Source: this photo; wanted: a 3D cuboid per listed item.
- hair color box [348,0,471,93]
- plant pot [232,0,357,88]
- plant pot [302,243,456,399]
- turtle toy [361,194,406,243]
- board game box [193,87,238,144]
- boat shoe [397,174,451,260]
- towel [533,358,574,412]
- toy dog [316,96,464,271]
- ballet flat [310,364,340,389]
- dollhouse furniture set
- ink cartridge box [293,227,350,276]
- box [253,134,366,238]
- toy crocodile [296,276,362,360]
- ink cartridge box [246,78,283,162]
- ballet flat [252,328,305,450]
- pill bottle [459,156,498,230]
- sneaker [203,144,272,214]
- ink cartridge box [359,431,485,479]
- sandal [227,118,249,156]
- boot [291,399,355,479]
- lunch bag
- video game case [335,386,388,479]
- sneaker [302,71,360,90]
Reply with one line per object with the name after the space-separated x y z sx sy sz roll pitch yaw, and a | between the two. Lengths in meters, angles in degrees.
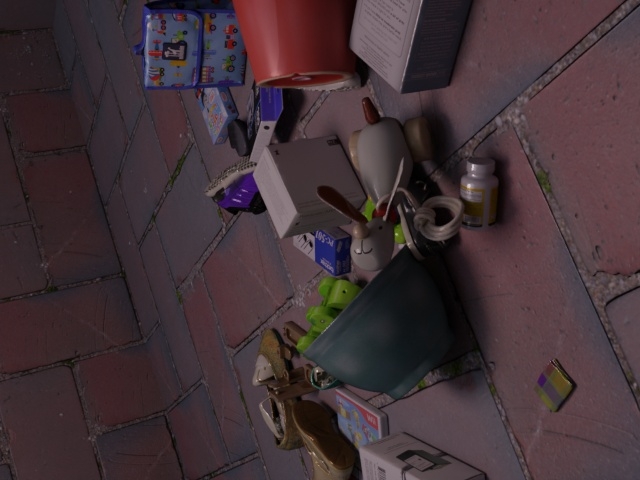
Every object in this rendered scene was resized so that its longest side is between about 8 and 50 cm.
0.168 -0.461 1.364 0.185 0.113 0.375 51 144 39 | hair color box
-0.041 -0.430 1.569 0.275 0.274 0.243 3 99 62 | plant pot
0.134 0.180 1.559 0.196 0.293 0.293 44 146 4 | plant pot
0.136 -0.044 1.646 0.130 0.066 0.095 59 147 30 | turtle toy
-0.309 -0.410 2.358 0.212 0.039 0.160 67 150 17 | board game box
0.185 -0.079 1.554 0.079 0.084 0.233 -26 66 23 | boat shoe
0.390 0.243 1.352 0.060 0.009 0.083 55 145 36 | towel
0.101 -0.123 1.424 0.161 0.220 0.334 51 -162 -38 | toy dog
0.036 0.302 1.957 0.083 0.087 0.247 63 149 22 | ballet flat
-0.095 0.322 2.170 0.144 0.123 0.151 28 125 55 | dollhouse furniture set
0.000 0.000 1.942 0.207 0.046 0.097 35 132 52 | ink cartridge box
-0.027 -0.121 1.795 0.182 0.180 0.119 66 151 22 | box
0.020 0.194 1.938 0.341 0.105 0.115 113 175 -51 | toy crocodile
-0.140 -0.334 2.000 0.208 0.045 0.206 118 153 -51 | ink cartridge box
-0.130 0.423 2.290 0.123 0.123 0.349 -38 67 60 | ballet flat
0.271 -0.080 1.381 0.065 0.065 0.116 33 129 53 | pill bottle
-0.173 -0.147 2.161 0.293 0.102 0.146 -22 117 44 | sneaker
0.216 0.551 1.685 0.289 0.121 0.211 10 110 60 | ink cartridge box
-0.210 -0.287 2.188 0.254 0.054 0.097 -133 34 -71 | sandal
0.000 0.556 2.081 0.262 0.095 0.204 43 140 46 | boot
-0.348 -0.516 2.110 0.138 0.293 0.221 51 143 41 | lunch bag
0.107 0.523 1.984 0.204 0.025 0.285 20 118 59 | video game case
0.008 -0.368 1.740 0.235 0.090 0.095 23 110 55 | sneaker
